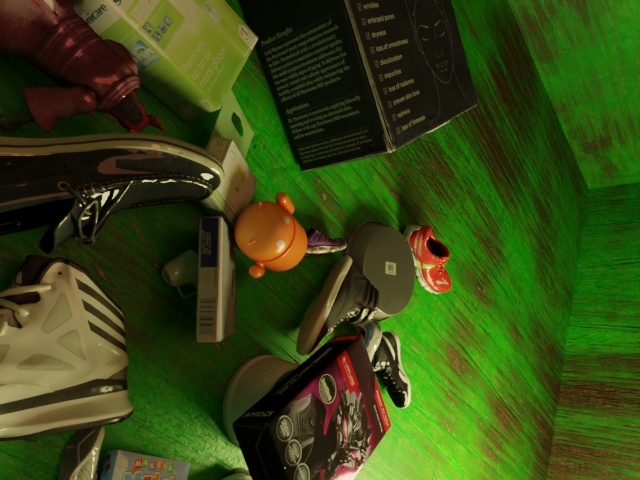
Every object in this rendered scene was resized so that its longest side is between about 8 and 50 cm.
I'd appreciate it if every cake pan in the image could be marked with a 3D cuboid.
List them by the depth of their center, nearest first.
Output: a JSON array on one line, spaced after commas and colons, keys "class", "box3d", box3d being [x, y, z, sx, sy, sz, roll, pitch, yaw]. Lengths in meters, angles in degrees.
[{"class": "cake pan", "box3d": [0.180, 0.086, 1.455, 0.293, 0.054, 0.293, 8, 79, -46]}]

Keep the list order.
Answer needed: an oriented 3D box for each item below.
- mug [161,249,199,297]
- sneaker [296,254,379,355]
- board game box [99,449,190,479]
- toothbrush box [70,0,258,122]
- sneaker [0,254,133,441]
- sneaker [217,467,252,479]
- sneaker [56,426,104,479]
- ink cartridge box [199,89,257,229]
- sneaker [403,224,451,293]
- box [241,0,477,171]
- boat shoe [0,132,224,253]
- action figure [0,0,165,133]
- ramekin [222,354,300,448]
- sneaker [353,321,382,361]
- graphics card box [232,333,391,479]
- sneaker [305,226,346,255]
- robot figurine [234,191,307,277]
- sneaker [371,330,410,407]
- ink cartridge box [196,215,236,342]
[{"class": "mug", "box3d": [-0.261, 0.064, 0.970, 0.064, 0.062, 0.078, -25, 73, -38]}, {"class": "sneaker", "box3d": [0.056, 0.183, 1.245, 0.147, 0.105, 0.295, 40, 51, -11]}, {"class": "board game box", "box3d": [-0.305, 0.472, 0.849, 0.160, 0.039, 0.211, 37, 44, -43]}, {"class": "toothbrush box", "box3d": [-0.283, -0.400, 0.960, 0.283, 0.122, 0.206, 41, 57, -35]}, {"class": "sneaker", "box3d": [-0.470, 0.145, 0.691, 0.448, 0.169, 0.257, 12, 68, -54]}, {"class": "sneaker", "box3d": [-0.190, 0.612, 0.892, 0.158, 0.182, 0.410, 53, 51, -29]}, {"class": "sneaker", "box3d": [-0.384, 0.370, 0.816, 0.061, 0.054, 0.152, 52, 49, -53]}, {"class": "ink cartridge box", "box3d": [-0.174, -0.162, 1.034, 0.171, 0.056, 0.235, 67, 39, -65]}, {"class": "sneaker", "box3d": [0.357, 0.065, 1.601, 0.279, 0.118, 0.107, 54, 51, -28]}, {"class": "box", "box3d": [0.117, -0.481, 1.275, 0.480, 0.298, 0.471, -33, 111, -44]}, {"class": "boat shoe", "box3d": [-0.374, -0.061, 0.748, 0.501, 0.187, 0.155, -7, 77, -38]}, {"class": "action figure", "box3d": [-0.373, -0.298, 0.757, 0.370, 0.276, 0.248, 41, 50, -20]}, {"class": "ramekin", "box3d": [-0.094, 0.350, 1.084, 0.207, 0.109, 0.207, 8, 79, -46]}, {"class": "sneaker", "box3d": [0.094, 0.324, 1.325, 0.086, 0.085, 0.237, 18, 75, -12]}, {"class": "graphics card box", "box3d": [0.004, 0.365, 1.017, 0.371, 0.094, 0.232, -25, 100, -55]}, {"class": "sneaker", "box3d": [0.000, 0.000, 1.262, 0.170, 0.068, 0.071, -1, 80, -47]}, {"class": "robot figurine", "box3d": [-0.102, -0.005, 1.071, 0.128, 0.158, 0.219, 56, 2, 20]}, {"class": "sneaker", "box3d": [0.172, 0.366, 1.404, 0.121, 0.079, 0.216, -7, 82, -44]}, {"class": "ink cartridge box", "box3d": [-0.198, 0.079, 0.984, 0.045, 0.224, 0.223, 0, 82, -3]}]
